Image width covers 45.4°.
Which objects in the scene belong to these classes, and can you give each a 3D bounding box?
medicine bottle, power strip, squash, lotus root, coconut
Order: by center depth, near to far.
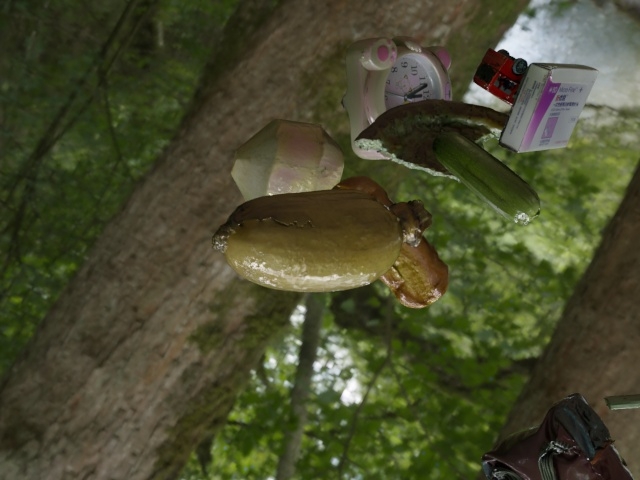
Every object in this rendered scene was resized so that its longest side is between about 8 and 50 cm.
[{"bbox_3d":[0.001,0.003,1.014,0.303,0.131,0.146,-5,-150,-25],"label":"lotus root"},{"bbox_3d":[0.274,-0.107,1.268,0.239,0.069,0.069,48,-169,34],"label":"squash"},{"bbox_3d":[0.434,-0.255,1.455,0.201,0.171,0.052,-10,-143,-45],"label":"medicine bottle"},{"bbox_3d":[-0.071,-0.149,1.599,0.236,0.197,0.237,13,-150,-7],"label":"coconut"},{"bbox_3d":[0.645,0.339,1.611,0.090,0.016,0.040,-6,-171,9],"label":"power strip"}]

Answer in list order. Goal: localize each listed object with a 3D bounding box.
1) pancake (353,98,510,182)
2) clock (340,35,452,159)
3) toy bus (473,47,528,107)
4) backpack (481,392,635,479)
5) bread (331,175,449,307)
[{"bbox_3d":[0.233,-0.198,1.459,0.054,0.376,0.197,112,140,-56],"label":"pancake"},{"bbox_3d":[0.198,-0.344,1.836,0.309,0.284,0.114,-14,-167,-38],"label":"clock"},{"bbox_3d":[0.409,-0.314,1.557,0.195,0.089,0.081,21,-161,-31],"label":"toy bus"},{"bbox_3d":[0.516,0.513,1.577,0.197,0.283,0.317,-18,-114,-44],"label":"backpack"},{"bbox_3d":[0.103,0.003,1.215,0.245,0.102,0.094,50,177,-8],"label":"bread"}]
